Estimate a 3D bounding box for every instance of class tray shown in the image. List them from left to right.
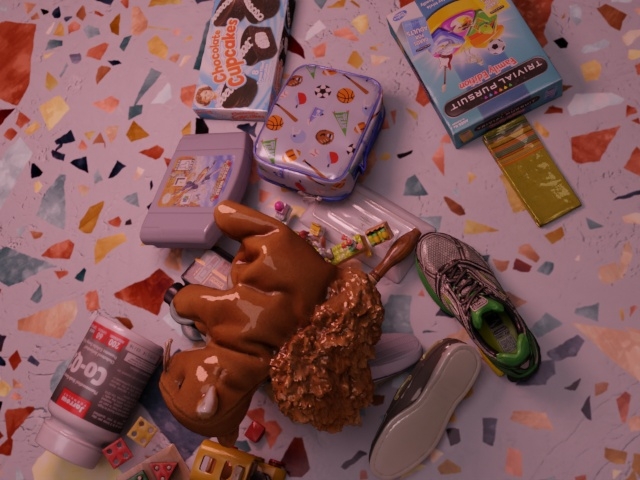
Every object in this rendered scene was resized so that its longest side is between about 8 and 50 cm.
[{"bbox_3d":[0.095,-0.037,1.916,0.270,0.030,0.145,32,83,22],"label":"tray"}]

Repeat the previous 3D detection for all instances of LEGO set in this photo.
[{"bbox_3d":[0.000,0.000,1.854,0.286,0.107,0.132,11,88,31],"label":"LEGO set"}]

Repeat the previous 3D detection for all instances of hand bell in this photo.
[{"bbox_3d":[0.116,0.067,1.828,0.242,0.126,0.126,-45,67,-7],"label":"hand bell"}]

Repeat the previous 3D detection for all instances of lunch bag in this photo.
[{"bbox_3d":[0.005,-0.227,1.938,0.243,0.115,0.303,17,65,13],"label":"lunch bag"}]

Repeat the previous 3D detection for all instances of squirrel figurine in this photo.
[{"bbox_3d":[-0.089,0.194,1.609,0.396,0.281,0.371,21,63,14],"label":"squirrel figurine"}]

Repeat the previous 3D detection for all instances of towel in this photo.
[{"bbox_3d":[0.436,-0.147,1.872,0.102,0.021,0.237,-29,67,4],"label":"towel"}]

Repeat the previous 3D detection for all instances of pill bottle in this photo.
[{"bbox_3d":[-0.458,0.313,1.863,0.161,0.161,0.283,23,78,20],"label":"pill bottle"}]

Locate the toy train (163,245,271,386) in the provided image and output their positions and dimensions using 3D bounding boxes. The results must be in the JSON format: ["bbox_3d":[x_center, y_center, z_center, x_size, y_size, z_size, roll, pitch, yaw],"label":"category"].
[{"bbox_3d":[-0.164,0.156,1.863,0.333,0.142,0.190,32,72,21],"label":"toy train"}]

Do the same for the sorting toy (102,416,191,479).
[{"bbox_3d":[-0.322,0.487,1.794,0.132,0.046,0.275,-30,85,-10],"label":"sorting toy"}]

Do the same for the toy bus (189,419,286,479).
[{"bbox_3d":[-0.154,0.461,1.766,0.202,0.104,0.191,-30,67,3],"label":"toy bus"}]

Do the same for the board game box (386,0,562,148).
[{"bbox_3d":[0.329,-0.403,1.957,0.253,0.079,0.336,-27,67,4],"label":"board game box"}]

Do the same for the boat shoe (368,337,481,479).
[{"bbox_3d":[0.190,0.320,1.736,0.109,0.091,0.305,38,87,-20],"label":"boat shoe"}]

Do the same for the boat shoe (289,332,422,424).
[{"bbox_3d":[0.061,0.270,1.786,0.302,0.094,0.109,-18,31,-7],"label":"boat shoe"}]

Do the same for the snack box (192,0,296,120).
[{"bbox_3d":[-0.176,-0.436,2.106,0.187,0.060,0.322,4,73,16],"label":"snack box"}]

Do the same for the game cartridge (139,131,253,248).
[{"bbox_3d":[-0.258,-0.116,1.968,0.198,0.062,0.297,-2,54,30],"label":"game cartridge"}]

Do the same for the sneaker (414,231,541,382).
[{"bbox_3d":[0.306,0.109,1.749,0.134,0.146,0.344,-38,66,-1],"label":"sneaker"}]
